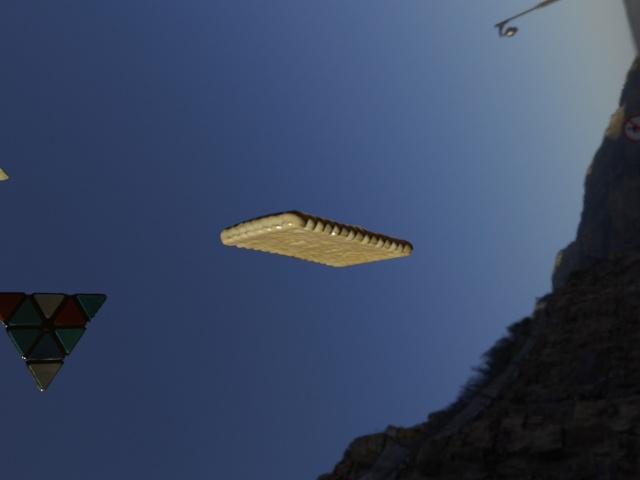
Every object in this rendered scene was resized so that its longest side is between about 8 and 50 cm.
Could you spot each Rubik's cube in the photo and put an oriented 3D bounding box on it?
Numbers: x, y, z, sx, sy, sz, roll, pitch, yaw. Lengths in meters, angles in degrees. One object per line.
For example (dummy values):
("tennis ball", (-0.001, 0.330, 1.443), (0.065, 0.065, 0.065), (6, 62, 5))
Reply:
("Rubik's cube", (-0.716, 0.258, 1.349), (0.250, 0.284, 0.234), (38, -146, -54))

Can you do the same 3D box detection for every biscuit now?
("biscuit", (0.000, 0.000, 1.007), (0.325, 0.217, 0.044), (13, -109, -42))

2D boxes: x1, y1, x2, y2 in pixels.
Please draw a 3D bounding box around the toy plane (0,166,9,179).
("toy plane", (-0.588, -0.098, 0.766), (0.244, 0.092, 0.228), (-23, -44, -30))
